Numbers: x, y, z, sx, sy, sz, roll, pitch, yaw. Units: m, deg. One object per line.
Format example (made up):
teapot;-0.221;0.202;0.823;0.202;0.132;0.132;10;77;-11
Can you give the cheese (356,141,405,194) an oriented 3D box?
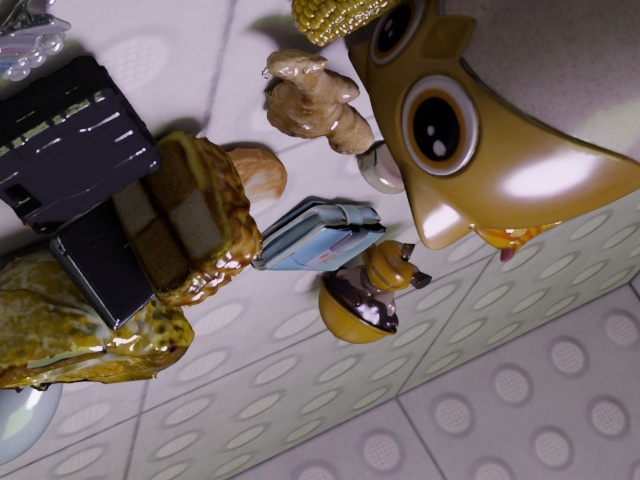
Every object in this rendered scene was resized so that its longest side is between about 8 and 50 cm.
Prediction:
cheese;0.135;-0.124;2.200;0.171;0.092;0.047;1;158;-46

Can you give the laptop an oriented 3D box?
laptop;-0.284;0.028;1.739;0.026;0.154;0.207;-34;-174;22

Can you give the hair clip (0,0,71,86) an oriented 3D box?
hair clip;-0.362;-0.194;1.349;0.220;0.054;0.140;-33;174;16

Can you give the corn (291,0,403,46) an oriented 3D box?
corn;0.099;-0.354;1.567;0.310;0.101;0.101;-31;161;7

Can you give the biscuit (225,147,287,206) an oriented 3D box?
biscuit;-0.183;-0.069;1.928;0.309;0.040;0.204;-24;160;-22

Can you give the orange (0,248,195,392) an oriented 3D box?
orange;-0.363;0.116;1.836;0.369;0.210;0.271;2;168;-45

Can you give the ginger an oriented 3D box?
ginger;-0.012;-0.198;1.764;0.148;0.081;0.333;12;165;12

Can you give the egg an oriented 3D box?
egg;-0.515;0.254;2.012;0.264;0.183;0.183;-45;157;20

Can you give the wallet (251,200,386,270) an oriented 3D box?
wallet;0.000;0.000;2.323;0.176;0.075;0.250;-36;162;24

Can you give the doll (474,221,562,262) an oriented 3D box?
doll;0.310;-0.109;2.277;0.167;0.269;0.162;-38;177;13

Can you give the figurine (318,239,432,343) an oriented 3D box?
figurine;0.097;0.105;2.570;0.167;0.192;0.257;-30;159;-43

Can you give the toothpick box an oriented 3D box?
toothpick box;0.272;-0.219;1.693;0.425;0.409;0.409;-28;163;17

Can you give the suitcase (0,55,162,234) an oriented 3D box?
suitcase;-0.320;-0.111;1.566;0.206;0.066;0.285;-31;163;-2

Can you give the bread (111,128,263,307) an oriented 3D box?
bread;-0.187;-0.031;1.745;0.181;0.222;0.096;-33;160;18
